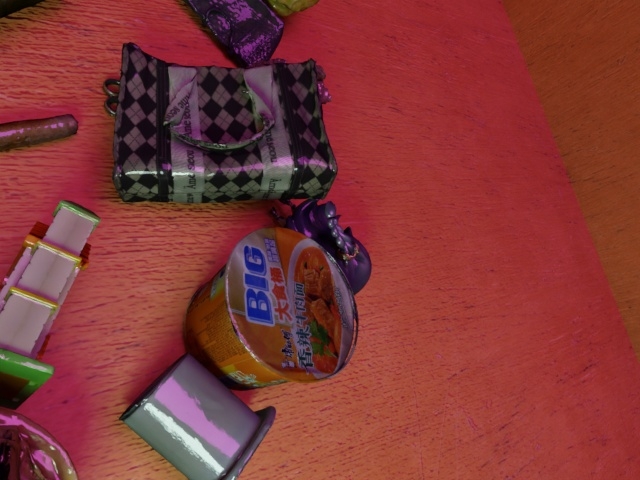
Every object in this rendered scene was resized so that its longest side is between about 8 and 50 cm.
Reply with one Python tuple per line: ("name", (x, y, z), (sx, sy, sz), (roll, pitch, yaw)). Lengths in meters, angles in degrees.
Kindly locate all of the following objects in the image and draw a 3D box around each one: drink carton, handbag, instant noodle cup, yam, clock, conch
("drink carton", (-0.204, 0.297, 0.817), (0.189, 0.191, 0.185), (48, 51, -4))
("handbag", (-0.213, -0.553, 1.238), (0.270, 0.089, 0.175), (45, 59, -16))
("instant noodle cup", (-0.106, 0.144, 0.913), (0.297, 0.214, 0.296), (24, 52, -34))
("yam", (-0.543, -0.175, 0.833), (0.264, 0.046, 0.046), (-27, 89, -41))
("clock", (-0.417, 0.088, 0.715), (0.106, 0.220, 0.255), (30, 47, -26))
("conch", (-0.083, -0.378, 1.209), (0.246, 0.178, 0.162), (10, 55, -15))
("handbag", (-0.193, -0.239, 0.985), (0.417, 0.180, 0.316), (-4, 72, -17))

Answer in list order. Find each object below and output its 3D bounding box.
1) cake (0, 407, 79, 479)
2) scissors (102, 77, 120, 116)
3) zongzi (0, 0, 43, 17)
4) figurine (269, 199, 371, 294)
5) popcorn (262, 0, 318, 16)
("cake", (-0.424, 0.337, 0.529), (0.333, 0.321, 0.332), (16, 61, -31))
("scissors", (-0.351, -0.289, 1.053), (0.220, 0.017, 0.087), (2, 67, -38))
("zongzi", (-0.677, -0.537, 0.803), (0.432, 0.208, 0.403), (36, 47, -6))
("figurine", (0.002, 0.016, 1.109), (0.175, 0.197, 0.265), (-44, 110, 2))
("popcorn", (-0.098, -0.733, 1.312), (0.252, 0.215, 0.286), (-11, 62, -40))
